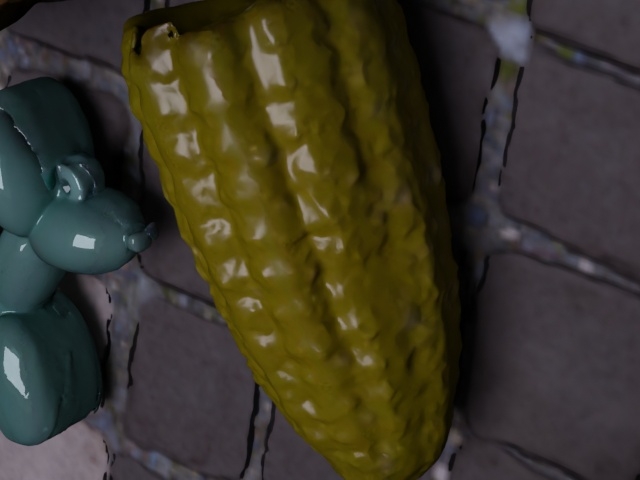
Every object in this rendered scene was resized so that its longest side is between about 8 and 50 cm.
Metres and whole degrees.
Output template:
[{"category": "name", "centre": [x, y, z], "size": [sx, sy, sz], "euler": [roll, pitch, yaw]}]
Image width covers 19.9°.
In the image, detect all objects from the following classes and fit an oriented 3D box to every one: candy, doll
[{"category": "candy", "centre": [0.000, 0.000, 0.670], "size": [0.094, 0.106, 0.199], "euler": [6, 118, 52]}, {"category": "doll", "centre": [-0.136, 0.005, 0.795], "size": [0.159, 0.059, 0.159], "euler": [19, 118, 30]}]

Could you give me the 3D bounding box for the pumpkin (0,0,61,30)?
[{"category": "pumpkin", "centre": [-0.103, -0.187, 0.646], "size": [0.317, 0.139, 0.222], "euler": [-5, 107, 38]}]
